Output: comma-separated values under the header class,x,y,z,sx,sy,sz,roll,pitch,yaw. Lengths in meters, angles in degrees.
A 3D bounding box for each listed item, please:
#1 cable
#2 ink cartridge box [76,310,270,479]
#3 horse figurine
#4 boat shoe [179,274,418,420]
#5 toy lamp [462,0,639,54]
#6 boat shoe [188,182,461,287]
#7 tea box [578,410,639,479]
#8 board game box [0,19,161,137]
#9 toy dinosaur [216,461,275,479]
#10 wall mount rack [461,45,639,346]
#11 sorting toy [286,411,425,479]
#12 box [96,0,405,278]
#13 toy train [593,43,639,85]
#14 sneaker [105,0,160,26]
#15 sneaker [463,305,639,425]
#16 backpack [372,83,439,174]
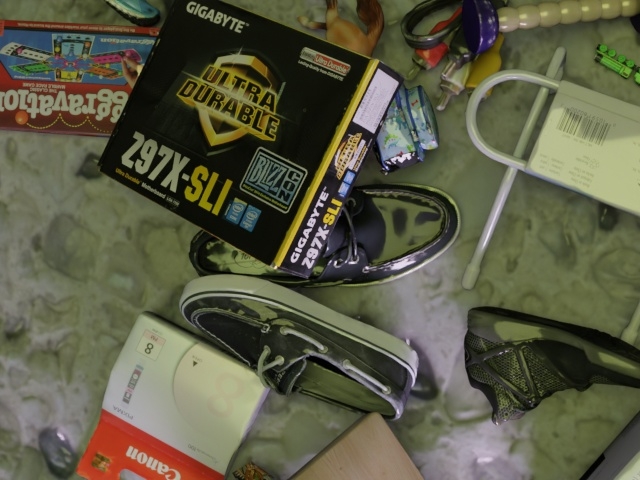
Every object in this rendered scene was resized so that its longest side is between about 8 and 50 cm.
class,x,y,z,sx,sy,sz,roll,pitch,yaw
cable,0.208,-0.293,1.505,0.139,0.072,0.287,35,81,19
ink cartridge box,-0.189,0.232,1.542,0.189,0.066,0.232,26,88,10
horse figurine,-0.010,-0.210,1.500,0.263,0.066,0.174,-45,56,3
boat shoe,-0.035,0.136,1.466,0.301,0.108,0.102,22,48,-1
toy lamp,0.308,-0.268,1.436,0.275,0.080,0.080,-10,86,-7
boat shoe,-0.001,-0.004,1.487,0.340,0.113,0.127,-4,88,10
tea box,0.456,0.328,1.339,0.323,0.220,0.329,40,94,9
board game box,-0.326,-0.210,1.598,0.281,0.027,0.145,4,90,10
toy dinosaur,-0.057,0.437,1.469,0.218,0.164,0.322,-25,62,-8
wall mount rack,0.320,-0.048,1.432,0.350,0.130,0.304,22,88,10
sorting toy,0.027,0.377,1.411,0.255,0.089,0.257,-36,96,-27
box,-0.091,-0.134,1.439,0.322,0.079,0.257,28,95,35
toy train,0.367,-0.210,1.480,0.083,0.017,0.023,32,104,10
sneaker,-0.261,-0.342,1.574,0.162,0.063,0.073,45,92,9
sneaker,0.274,0.161,1.437,0.227,0.087,0.130,11,100,20
backpack,0.095,-0.146,1.474,0.084,0.105,0.114,-20,92,8
